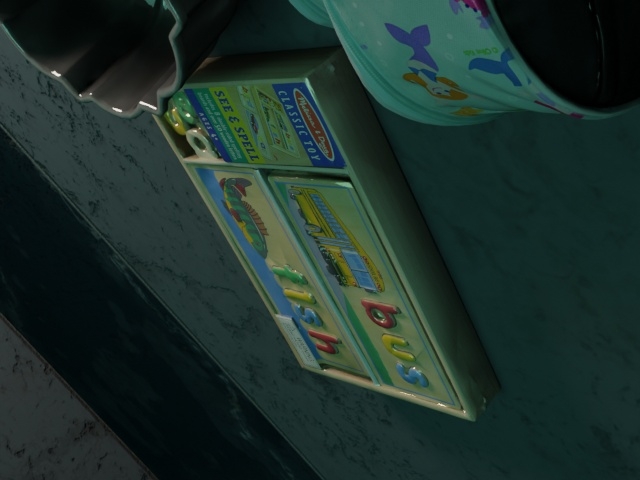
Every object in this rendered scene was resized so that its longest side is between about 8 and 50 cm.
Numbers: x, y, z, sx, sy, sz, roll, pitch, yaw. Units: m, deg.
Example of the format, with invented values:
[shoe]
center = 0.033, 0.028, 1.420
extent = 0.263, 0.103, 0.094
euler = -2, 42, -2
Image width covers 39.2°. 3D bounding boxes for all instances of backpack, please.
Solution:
[backpack]
center = 0.075, -0.178, 0.393
extent = 0.191, 0.225, 0.254
euler = -2, 125, 55

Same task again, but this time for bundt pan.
[bundt pan]
center = -0.192, -0.268, 0.731
extent = 0.330, 0.124, 0.331
euler = 32, 149, 21

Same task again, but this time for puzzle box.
[puzzle box]
center = 0.000, 0.000, 0.911
extent = 0.272, 0.052, 0.409
euler = 7, 134, 48
